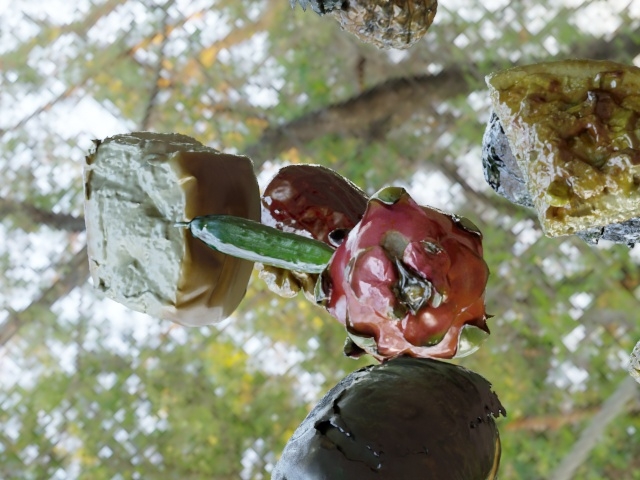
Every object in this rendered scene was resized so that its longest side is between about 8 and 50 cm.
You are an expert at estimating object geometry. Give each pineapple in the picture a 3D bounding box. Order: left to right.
[{"bbox_3d":[0.023,-0.318,1.810,0.248,0.128,0.128,16,-146,-34],"label":"pineapple"}]

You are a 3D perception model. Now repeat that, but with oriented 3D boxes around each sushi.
[{"bbox_3d":[0.432,-0.130,2.446,0.350,0.171,0.211,27,-119,11],"label":"sushi"}]

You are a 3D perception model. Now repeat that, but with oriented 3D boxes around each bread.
[{"bbox_3d":[-0.208,-0.019,2.192,0.250,0.224,0.279,-9,-79,-69],"label":"bread"}]

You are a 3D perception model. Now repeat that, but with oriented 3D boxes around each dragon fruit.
[{"bbox_3d":[0.105,0.056,1.834,0.224,0.224,0.227,56,-166,25],"label":"dragon fruit"}]

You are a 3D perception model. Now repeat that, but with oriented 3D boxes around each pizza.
[{"bbox_3d":[0.351,-0.146,1.785,0.087,0.257,0.268,74,179,-47],"label":"pizza"}]

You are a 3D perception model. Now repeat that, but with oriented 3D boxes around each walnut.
[{"bbox_3d":[0.000,0.000,2.673,0.269,0.222,0.244,29,-120,7],"label":"walnut"}]

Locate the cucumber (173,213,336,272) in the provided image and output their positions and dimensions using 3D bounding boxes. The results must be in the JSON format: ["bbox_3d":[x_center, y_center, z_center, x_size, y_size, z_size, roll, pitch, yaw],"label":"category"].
[{"bbox_3d":[-0.080,0.003,2.001,0.250,0.056,0.056,16,-165,17],"label":"cucumber"}]

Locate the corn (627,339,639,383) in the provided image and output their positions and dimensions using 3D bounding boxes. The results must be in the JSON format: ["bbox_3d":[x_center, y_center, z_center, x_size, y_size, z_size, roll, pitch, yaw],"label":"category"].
[{"bbox_3d":[0.564,0.090,2.150,0.119,0.322,0.119,31,-153,-18],"label":"corn"}]

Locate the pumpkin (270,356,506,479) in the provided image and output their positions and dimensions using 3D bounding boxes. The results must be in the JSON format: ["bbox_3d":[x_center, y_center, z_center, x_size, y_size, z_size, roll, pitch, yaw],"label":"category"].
[{"bbox_3d":[0.061,0.272,1.551,0.192,0.320,0.320,28,-165,21],"label":"pumpkin"}]
